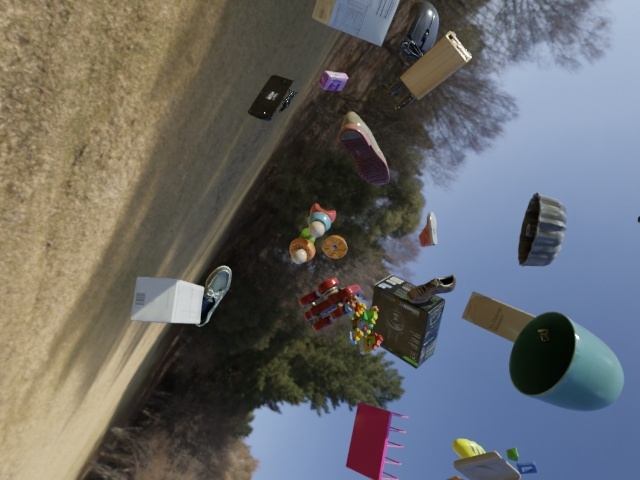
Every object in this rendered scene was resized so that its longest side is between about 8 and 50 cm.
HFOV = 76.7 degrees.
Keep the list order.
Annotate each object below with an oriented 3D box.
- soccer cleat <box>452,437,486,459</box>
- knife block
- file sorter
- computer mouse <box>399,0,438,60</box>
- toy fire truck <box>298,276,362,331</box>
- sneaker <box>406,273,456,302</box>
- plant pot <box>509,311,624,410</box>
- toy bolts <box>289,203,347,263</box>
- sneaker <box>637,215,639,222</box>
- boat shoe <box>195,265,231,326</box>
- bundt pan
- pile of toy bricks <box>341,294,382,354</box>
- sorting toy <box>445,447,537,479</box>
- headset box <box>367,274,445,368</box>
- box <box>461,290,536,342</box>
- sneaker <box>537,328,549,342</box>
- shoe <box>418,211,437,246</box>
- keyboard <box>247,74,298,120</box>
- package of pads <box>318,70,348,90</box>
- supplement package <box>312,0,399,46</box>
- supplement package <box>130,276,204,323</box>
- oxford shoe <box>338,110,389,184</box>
[{"bbox_3d":[0.649,0.925,1.636,0.093,0.289,0.121,-42,-177,27],"label":"soccer cleat"},{"bbox_3d":[0.293,-0.469,1.160,0.242,0.088,0.275,-40,-170,25],"label":"knife block"},{"bbox_3d":[0.279,0.948,1.910,0.202,0.182,0.290,-7,-117,48],"label":"file sorter"},{"bbox_3d":[0.376,-0.751,1.447,0.072,0.188,0.272,-12,-116,51],"label":"computer mouse"},{"bbox_3d":[0.067,0.281,1.874,0.302,0.169,0.254,-38,165,30],"label":"toy fire truck"},{"bbox_3d":[0.391,0.161,1.425,0.071,0.188,0.066,89,-21,-45],"label":"sneaker"},{"bbox_3d":[0.817,0.417,1.326,0.293,0.235,0.293,-63,-177,6],"label":"plant pot"},{"bbox_3d":[0.000,0.000,1.534,0.158,0.218,0.228,-68,175,-57],"label":"toy bolts"},{"bbox_3d":[1.249,-0.088,1.510,0.098,0.069,0.038,66,35,-75],"label":"sneaker"},{"bbox_3d":[-0.524,0.276,1.964,0.319,0.116,0.099,-58,-155,5],"label":"boat shoe"},{"bbox_3d":[0.960,-0.038,1.744,0.331,0.124,0.330,10,90,-74],"label":"bundt pan"},{"bbox_3d":[0.148,0.257,1.341,0.105,0.118,0.212,-33,-150,20],"label":"pile of toy bricks"},{"bbox_3d":[0.625,0.857,1.530,0.348,0.196,0.047,-32,-155,26],"label":"sorting toy"},{"bbox_3d":[0.326,0.319,1.583,0.131,0.246,0.283,-22,126,-41],"label":"headset box"},{"bbox_3d":[0.810,0.354,1.796,0.311,0.121,0.148,22,-91,36],"label":"box"},{"bbox_3d":[0.778,0.331,1.400,0.032,0.083,0.037,-16,-124,38],"label":"sneaker"},{"bbox_3d":[0.539,-0.054,2.045,0.081,0.063,0.178,-15,-115,41],"label":"shoe"},{"bbox_3d":[-0.135,-0.413,1.200,0.038,0.100,0.192,102,9,-59],"label":"keyboard"},{"bbox_3d":[0.038,-0.473,1.203,0.083,0.032,0.050,-14,150,-40],"label":"package of pads"},{"bbox_3d":[0.110,-0.767,1.338,0.194,0.203,0.149,-115,-140,-51],"label":"supplement package"},{"bbox_3d":[-0.500,0.206,1.351,0.244,0.134,0.139,75,19,-77],"label":"supplement package"},{"bbox_3d":[0.185,-0.348,1.557,0.123,0.348,0.130,-7,-124,25],"label":"oxford shoe"}]
